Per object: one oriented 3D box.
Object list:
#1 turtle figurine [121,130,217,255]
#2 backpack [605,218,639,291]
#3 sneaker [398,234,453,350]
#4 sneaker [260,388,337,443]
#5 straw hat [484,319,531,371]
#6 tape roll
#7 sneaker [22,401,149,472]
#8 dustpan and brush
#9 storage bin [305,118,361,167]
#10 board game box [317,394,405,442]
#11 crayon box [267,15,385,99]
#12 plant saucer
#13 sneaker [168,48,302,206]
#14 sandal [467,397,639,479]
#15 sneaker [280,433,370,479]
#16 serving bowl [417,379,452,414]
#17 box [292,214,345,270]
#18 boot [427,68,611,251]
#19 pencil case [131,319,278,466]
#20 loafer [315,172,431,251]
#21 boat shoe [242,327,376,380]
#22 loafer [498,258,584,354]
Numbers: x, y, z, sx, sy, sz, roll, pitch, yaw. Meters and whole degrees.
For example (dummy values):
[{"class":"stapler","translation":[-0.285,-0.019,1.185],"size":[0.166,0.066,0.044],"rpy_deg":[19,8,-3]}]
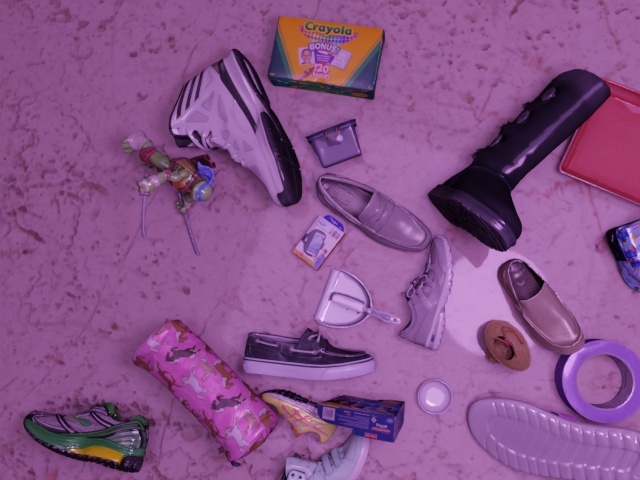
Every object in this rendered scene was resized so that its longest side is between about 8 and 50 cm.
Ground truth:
[{"class":"turtle figurine","translation":[-0.405,-0.132,1.640],"size":[0.266,0.198,0.274],"rpy_deg":[44,123,29]},{"class":"backpack","translation":[0.776,0.032,1.521],"size":[0.158,0.117,0.173],"rpy_deg":[-18,85,6]},{"class":"sneaker","translation":[0.256,0.121,1.580],"size":[0.115,0.105,0.281],"rpy_deg":[9,85,8]},{"class":"sneaker","translation":[-0.057,0.433,1.598],"size":[0.209,0.081,0.094],"rpy_deg":[22,89,9]},{"class":"straw hat","translation":[0.432,0.265,1.559],"size":[0.144,0.144,0.061],"rpy_deg":[46,132,10]},{"class":"tape roll","translation":[0.653,0.326,1.521],"size":[0.189,0.080,0.188],"rpy_deg":[-1,83,6]},{"class":"sneaker","translation":[-0.589,0.482,1.653],"size":[0.344,0.134,0.146],"rpy_deg":[9,60,12]},{"class":"dustpan and brush","translation":[0.099,0.166,1.617],"size":[0.211,0.060,0.147],"rpy_deg":[19,86,9]},{"class":"storage bin","translation":[0.042,-0.244,1.660],"size":[0.135,0.098,0.091],"rpy_deg":[-21,92,4]},{"class":"board game box","translation":[0.119,0.415,1.541],"size":[0.194,0.194,0.060],"rpy_deg":[3,86,28]},{"class":"crayon box","translation":[0.017,-0.474,1.689],"size":[0.279,0.081,0.165],"rpy_deg":[10,85,8]},{"class":"plant saucer","translation":[0.749,-0.230,1.588],"size":[0.259,0.048,0.259],"rpy_deg":[25,86,9]},{"class":"sneaker","translation":[-0.227,-0.246,1.676],"size":[0.258,0.169,0.447],"rpy_deg":[-27,74,13]},{"class":"sandal","translation":[0.552,0.464,1.509],"size":[0.417,0.102,0.169],"rpy_deg":[11,103,24]},{"class":"sneaker","translation":[0.002,0.535,1.554],"size":[0.151,0.094,0.255],"rpy_deg":[35,91,-11]},{"class":"serving bowl","translation":[0.279,0.380,1.588],"size":[0.083,0.027,0.083],"rpy_deg":[-1,83,8]},{"class":"box","translation":[0.000,0.000,1.666],"size":[0.081,0.028,0.136],"rpy_deg":[36,91,10]},{"class":"boot","translation":[0.484,-0.195,1.473],"size":[0.445,0.367,0.146],"rpy_deg":[-40,111,1]},{"class":"pencil case","translation":[-0.284,0.365,1.595],"size":[0.386,0.160,0.167],"rpy_deg":[44,85,9]},{"class":"loafer","translation":[0.127,-0.069,1.614],"size":[0.320,0.111,0.112],"rpy_deg":[27,88,9]},{"class":"boat shoe","translation":[-0.032,0.273,1.591],"size":[0.335,0.121,0.119],"rpy_deg":[0,88,9]},{"class":"loafer","translation":[0.510,0.151,1.525],"size":[0.102,0.092,0.268],"rpy_deg":[-38,65,4]}]
